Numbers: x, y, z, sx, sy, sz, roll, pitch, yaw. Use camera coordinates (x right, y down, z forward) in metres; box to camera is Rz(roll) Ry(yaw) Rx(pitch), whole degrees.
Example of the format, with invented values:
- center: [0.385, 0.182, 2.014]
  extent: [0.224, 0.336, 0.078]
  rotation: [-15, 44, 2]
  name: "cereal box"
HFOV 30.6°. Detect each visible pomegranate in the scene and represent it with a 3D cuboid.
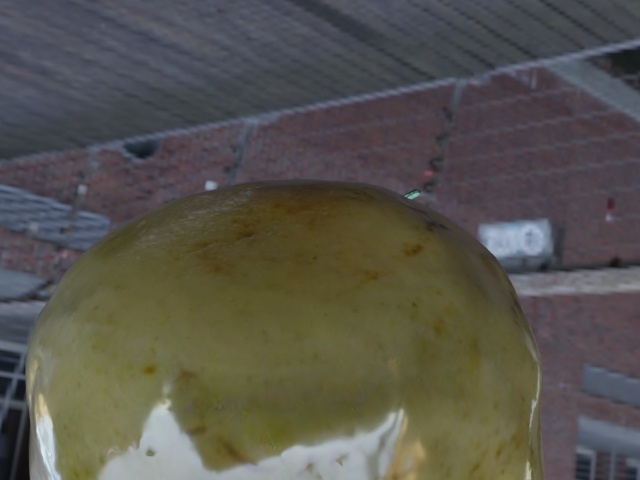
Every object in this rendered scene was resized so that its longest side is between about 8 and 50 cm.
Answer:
- center: [-0.020, 0.120, 0.718]
  extent: [0.332, 0.333, 0.332]
  rotation: [7, 167, 2]
  name: "pomegranate"

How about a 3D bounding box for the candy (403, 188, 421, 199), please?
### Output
- center: [0.000, 0.000, 0.963]
  extent: [0.184, 0.049, 0.055]
  rotation: [-25, -157, -5]
  name: "candy"
